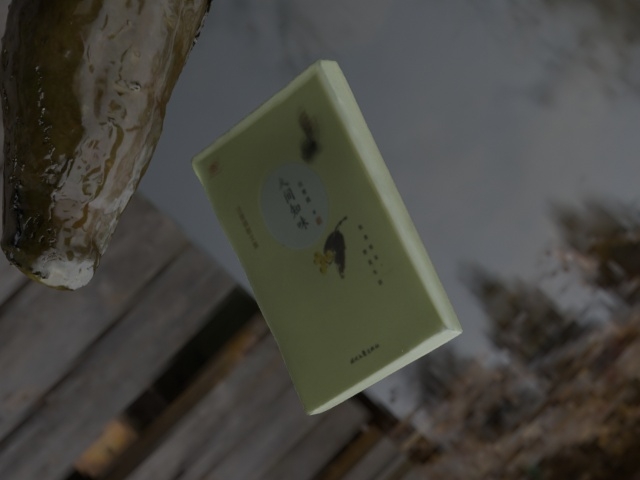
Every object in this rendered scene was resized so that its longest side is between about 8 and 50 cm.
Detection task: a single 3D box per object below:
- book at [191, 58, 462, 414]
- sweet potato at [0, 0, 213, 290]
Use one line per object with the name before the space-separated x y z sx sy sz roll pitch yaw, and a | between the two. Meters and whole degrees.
book | 0.000 0.000 0.704 0.077 0.111 0.014 -34 166 37
sweet potato | -0.067 -0.115 0.791 0.285 0.112 0.085 -62 141 -18
